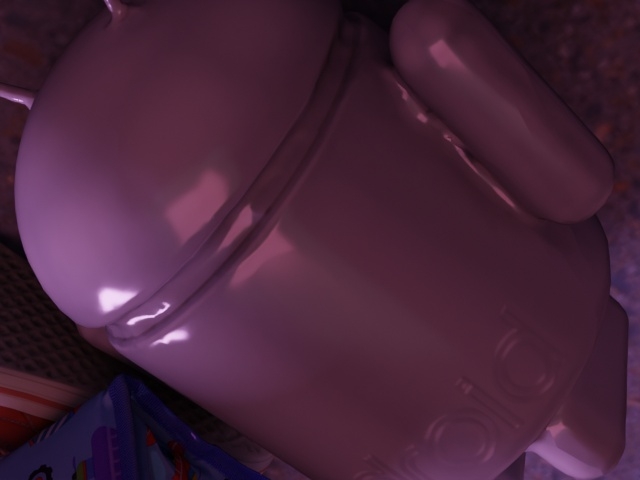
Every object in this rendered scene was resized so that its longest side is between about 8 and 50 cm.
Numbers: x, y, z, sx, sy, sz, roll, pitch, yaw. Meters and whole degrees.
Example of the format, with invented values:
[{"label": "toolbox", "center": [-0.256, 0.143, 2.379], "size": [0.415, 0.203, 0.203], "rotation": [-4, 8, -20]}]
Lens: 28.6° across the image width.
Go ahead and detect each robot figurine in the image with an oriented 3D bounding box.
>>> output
[{"label": "robot figurine", "center": [0.000, 0.000, 0.621], "size": [0.353, 0.200, 0.300], "rotation": [36, 128, -19]}]

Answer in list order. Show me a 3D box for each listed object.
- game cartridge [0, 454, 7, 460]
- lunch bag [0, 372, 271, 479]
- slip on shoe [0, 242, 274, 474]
[{"label": "game cartridge", "center": [-0.377, 0.148, 0.798], "size": [0.355, 0.068, 0.230], "rotation": [21, 123, -12]}, {"label": "lunch bag", "center": [-0.130, 0.251, 0.604], "size": [0.221, 0.293, 0.138], "rotation": [-34, 126, 17]}, {"label": "slip on shoe", "center": [-0.183, 0.074, 0.721], "size": [0.331, 0.123, 0.101], "rotation": [28, 121, -21]}]
